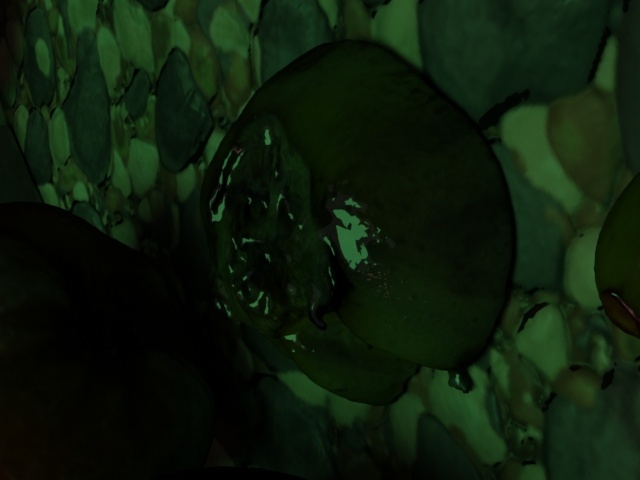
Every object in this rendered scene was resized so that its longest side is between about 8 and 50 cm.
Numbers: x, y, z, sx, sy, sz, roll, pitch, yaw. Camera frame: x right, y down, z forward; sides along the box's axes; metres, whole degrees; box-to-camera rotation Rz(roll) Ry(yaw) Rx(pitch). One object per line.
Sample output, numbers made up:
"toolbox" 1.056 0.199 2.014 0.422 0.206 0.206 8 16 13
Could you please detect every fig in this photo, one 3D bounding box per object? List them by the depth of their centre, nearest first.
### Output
"fig" 0.128 0.005 0.363 0.074 0.088 0.074 45 151 34

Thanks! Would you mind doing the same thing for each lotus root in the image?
"lotus root" -0.002 -0.003 0.543 0.203 0.078 0.183 46 134 33

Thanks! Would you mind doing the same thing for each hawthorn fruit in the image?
"hawthorn fruit" -0.204 0.096 0.680 0.231 0.263 0.235 28 -129 -83

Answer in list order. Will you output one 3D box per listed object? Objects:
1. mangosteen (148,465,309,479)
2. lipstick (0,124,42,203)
"mangosteen" -0.037 0.255 0.519 0.297 0.293 0.297 173 90 -80
"lipstick" -0.240 0.052 0.877 0.068 0.066 0.317 -49 61 47
